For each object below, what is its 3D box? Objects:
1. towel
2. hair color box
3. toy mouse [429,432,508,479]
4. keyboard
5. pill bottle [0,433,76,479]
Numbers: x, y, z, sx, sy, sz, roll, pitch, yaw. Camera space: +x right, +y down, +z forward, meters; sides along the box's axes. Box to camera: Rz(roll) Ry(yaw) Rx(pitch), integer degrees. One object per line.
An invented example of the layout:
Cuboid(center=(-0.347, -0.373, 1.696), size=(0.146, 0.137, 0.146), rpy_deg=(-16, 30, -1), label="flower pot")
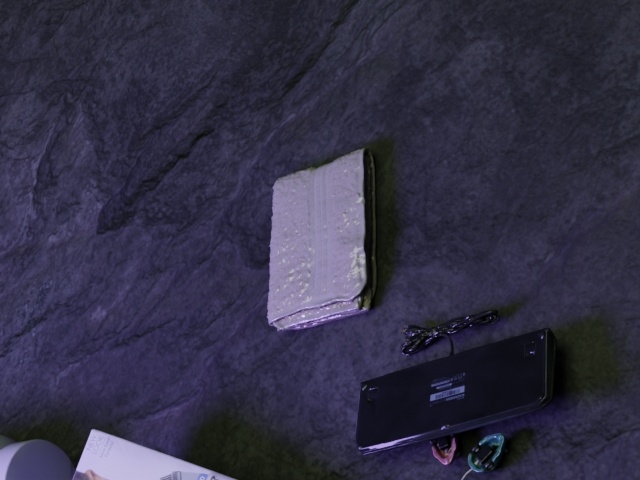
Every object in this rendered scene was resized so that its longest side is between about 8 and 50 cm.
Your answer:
Cuboid(center=(0.000, 0.000, 2.200), size=(0.187, 0.049, 0.282), rpy_deg=(-17, 58, 29), label="towel")
Cuboid(center=(-0.208, 0.417, 2.042), size=(0.338, 0.110, 0.185), rpy_deg=(14, 76, 25), label="hair color box")
Cuboid(center=(0.203, 0.279, 1.910), size=(0.161, 0.031, 0.143), rpy_deg=(-6, 64, 35), label="toy mouse")
Cuboid(center=(0.186, 0.184, 1.948), size=(0.317, 0.033, 0.201), rpy_deg=(-19, 46, 32), label="keyboard")
Cuboid(center=(-0.601, 0.441, 2.304), size=(0.407, 0.229, 0.229), rpy_deg=(-15, 59, 31), label="pill bottle")
